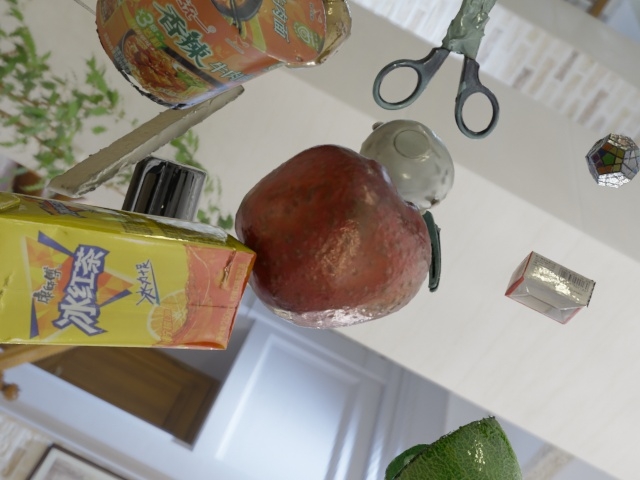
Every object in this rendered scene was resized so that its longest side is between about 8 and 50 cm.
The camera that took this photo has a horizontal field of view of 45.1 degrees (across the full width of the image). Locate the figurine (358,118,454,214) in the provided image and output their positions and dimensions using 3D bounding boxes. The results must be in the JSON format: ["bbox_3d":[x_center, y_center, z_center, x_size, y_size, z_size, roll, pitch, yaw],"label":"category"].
[{"bbox_3d":[0.116,-0.078,1.635,0.394,0.275,0.226,110,-40,-56],"label":"figurine"}]

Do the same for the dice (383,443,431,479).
[{"bbox_3d":[0.210,0.497,1.553,0.131,0.128,0.120,-35,-145,-15],"label":"dice"}]

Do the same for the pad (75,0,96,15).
[{"bbox_3d":[-0.338,-0.335,1.037,0.009,0.265,0.159,-55,164,6],"label":"pad"}]

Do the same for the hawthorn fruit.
[{"bbox_3d":[0.000,0.000,1.121,0.275,0.300,0.275,165,-90,-90],"label":"hawthorn fruit"}]

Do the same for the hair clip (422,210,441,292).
[{"bbox_3d":[0.237,0.033,1.617,0.039,0.070,0.229,-21,-143,19],"label":"hair clip"}]

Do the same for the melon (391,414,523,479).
[{"bbox_3d":[0.218,0.431,1.268,0.265,0.169,0.129,-50,145,18],"label":"melon"}]

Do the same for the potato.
[{"bbox_3d":[-0.010,-0.400,1.464,0.175,0.137,0.137,-61,-176,4],"label":"potato"}]

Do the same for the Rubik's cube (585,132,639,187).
[{"bbox_3d":[0.593,-0.161,1.560,0.111,0.111,0.093,-62,-150,-2],"label":"Rubik's cube"}]

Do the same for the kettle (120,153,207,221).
[{"bbox_3d":[-0.476,-0.084,2.194,0.203,0.262,0.307,25,-82,50],"label":"kettle"}]

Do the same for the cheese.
[{"bbox_3d":[-0.287,-0.182,1.325,0.085,0.034,0.400,9,-141,42],"label":"cheese"}]

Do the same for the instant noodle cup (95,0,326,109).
[{"bbox_3d":[-0.133,-0.268,0.886,0.182,0.230,0.230,-23,-153,35],"label":"instant noodle cup"}]

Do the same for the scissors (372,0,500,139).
[{"bbox_3d":[0.274,-0.386,1.409,0.029,0.256,0.383,-103,-146,-67],"label":"scissors"}]

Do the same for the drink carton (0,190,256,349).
[{"bbox_3d":[-0.263,0.042,0.951,0.111,0.351,0.154,30,-75,47],"label":"drink carton"}]

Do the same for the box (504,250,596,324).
[{"bbox_3d":[0.586,0.120,1.972,0.099,0.182,0.133,-61,173,-28],"label":"box"}]
